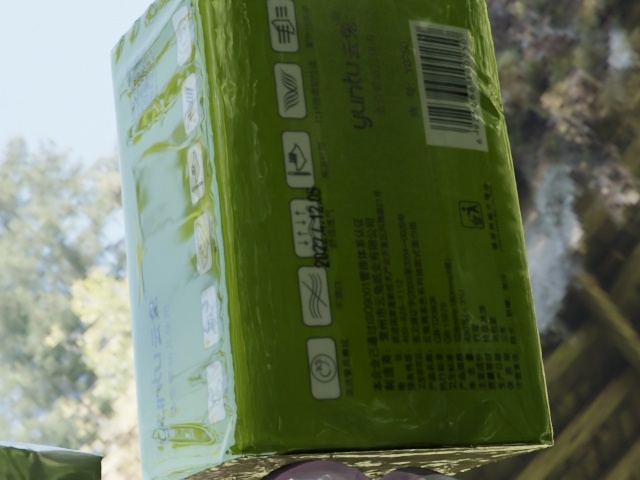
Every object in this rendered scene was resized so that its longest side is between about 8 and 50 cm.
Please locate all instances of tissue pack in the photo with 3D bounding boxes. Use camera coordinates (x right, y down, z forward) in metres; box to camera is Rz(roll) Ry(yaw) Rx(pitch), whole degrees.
[{"bbox_3d":[0.000,0.000,0.870,0.200,0.275,0.167,2,-16,-27],"label":"tissue pack"}]

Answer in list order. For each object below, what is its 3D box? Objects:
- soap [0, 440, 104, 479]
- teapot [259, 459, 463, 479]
[{"bbox_3d":[-0.200,0.183,0.651,0.182,0.138,0.199,24,-116,-60],"label":"soap"},{"bbox_3d":[0.023,0.188,0.748,0.148,0.116,0.146,26,-58,-32],"label":"teapot"}]
